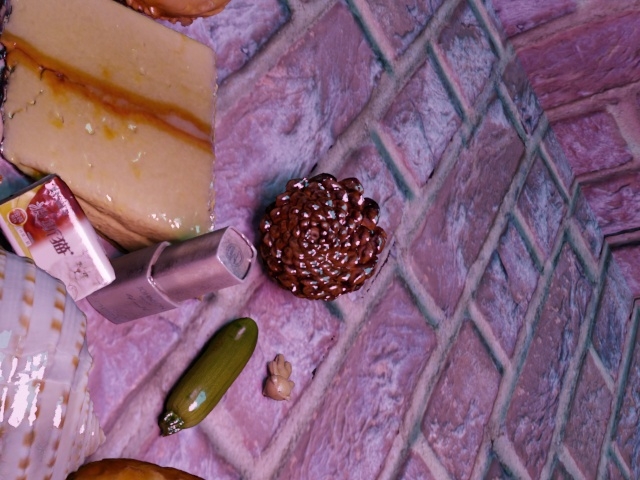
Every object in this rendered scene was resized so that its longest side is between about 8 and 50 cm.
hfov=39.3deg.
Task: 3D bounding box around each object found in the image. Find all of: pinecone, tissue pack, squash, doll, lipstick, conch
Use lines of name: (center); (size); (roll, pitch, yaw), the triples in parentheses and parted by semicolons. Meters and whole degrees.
pinecone: (0.000, 0.000, 1.525); (0.221, 0.221, 0.221); (22, 61, -47)
tissue pack: (-0.337, 0.000, 1.136); (0.099, 0.106, 0.148); (-30, 105, -14)
squash: (-0.158, 0.197, 1.352); (0.069, 0.069, 0.258); (59, 39, -20)
doll: (-0.062, 0.227, 1.482); (0.061, 0.051, 0.093); (51, 41, -19)
lipstick: (-0.201, 0.046, 1.196); (0.079, 0.253, 0.077); (47, 45, -30)
conch: (-0.370, 0.145, 0.951); (0.319, 0.215, 0.302); (28, 72, -42)

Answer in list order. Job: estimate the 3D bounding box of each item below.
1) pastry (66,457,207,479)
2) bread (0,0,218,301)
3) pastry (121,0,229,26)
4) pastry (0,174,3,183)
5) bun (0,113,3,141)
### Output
pastry: (-0.229, 0.435, 1.108); (0.356, 0.164, 0.355); (12, 74, -50)
bread: (-0.308, -0.153, 1.319); (0.405, 0.242, 0.345); (17, 64, -12)
pastry: (-0.263, -0.460, 1.347); (0.315, 0.184, 0.284); (49, 25, -27)
pastry: (-0.437, -0.024, 1.063); (0.063, 0.087, 0.169); (32, 53, -26)
bun: (-0.450, -0.103, 0.998); (0.128, 0.179, 0.193); (77, 33, -59)
